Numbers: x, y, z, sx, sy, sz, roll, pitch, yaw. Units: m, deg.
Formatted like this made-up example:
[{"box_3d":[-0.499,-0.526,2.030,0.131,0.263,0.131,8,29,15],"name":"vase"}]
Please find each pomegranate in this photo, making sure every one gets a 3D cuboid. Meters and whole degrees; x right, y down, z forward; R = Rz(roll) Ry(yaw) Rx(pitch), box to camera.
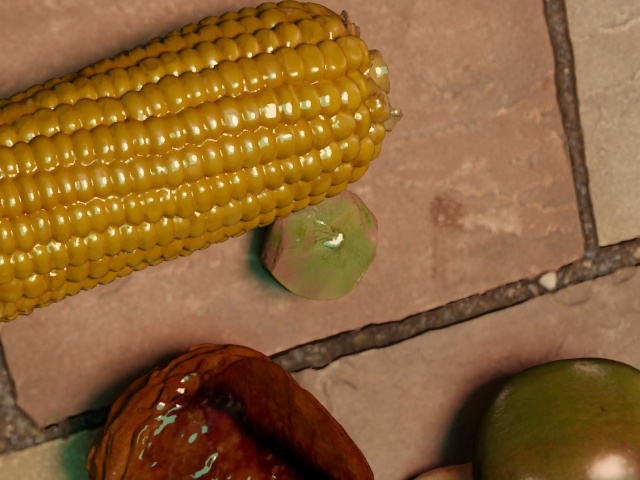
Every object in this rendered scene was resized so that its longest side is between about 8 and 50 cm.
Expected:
[{"box_3d":[0.164,0.172,1.088,0.210,0.180,0.180,-10,105,13],"name":"pomegranate"}]

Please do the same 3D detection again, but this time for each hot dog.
[{"box_3d":[-0.054,0.166,1.021,0.160,0.099,0.227,-45,114,-10],"name":"hot dog"}]

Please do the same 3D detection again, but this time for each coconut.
[{"box_3d":[0.000,0.000,1.028,0.083,0.081,0.082,-7,89,-13],"name":"coconut"}]

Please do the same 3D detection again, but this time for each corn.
[{"box_3d":[-0.129,-0.046,0.931,0.387,0.144,0.144,-21,106,-18],"name":"corn"}]
